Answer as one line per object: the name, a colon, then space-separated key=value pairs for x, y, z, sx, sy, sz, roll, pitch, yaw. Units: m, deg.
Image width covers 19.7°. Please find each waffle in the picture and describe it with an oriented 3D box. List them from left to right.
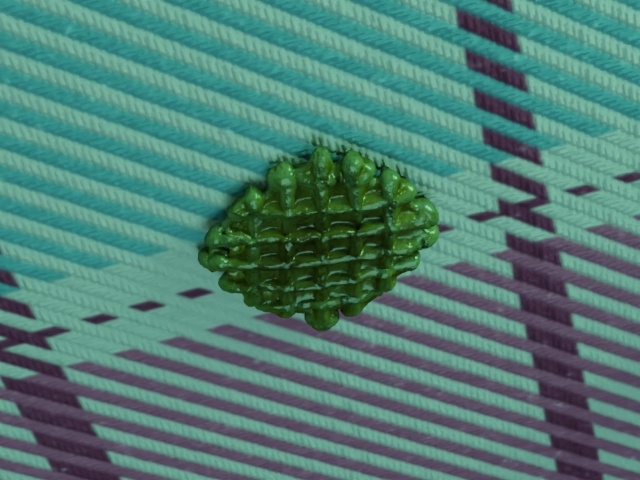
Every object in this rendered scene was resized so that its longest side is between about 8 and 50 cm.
waffle: x=0.000 y=0.000 z=1.492 sx=0.169 sy=0.036 sz=0.183 roll=27 pitch=124 yaw=-31
